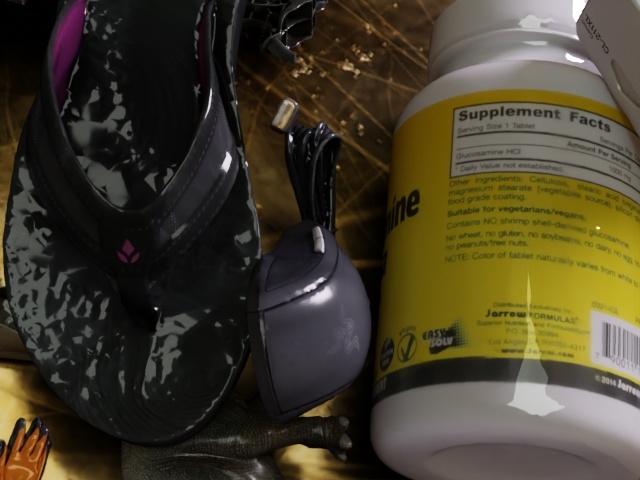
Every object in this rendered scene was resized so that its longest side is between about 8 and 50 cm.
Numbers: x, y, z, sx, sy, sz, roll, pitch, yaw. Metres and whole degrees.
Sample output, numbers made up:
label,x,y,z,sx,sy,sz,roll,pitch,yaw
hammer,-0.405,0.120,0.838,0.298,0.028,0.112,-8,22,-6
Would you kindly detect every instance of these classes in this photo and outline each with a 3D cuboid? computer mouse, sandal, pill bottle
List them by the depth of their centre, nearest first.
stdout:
label,x,y,z,sx,sy,sz,roll,pitch,yaw
computer mouse,0.000,0.000,0.812,0.060,0.262,0.184,-7,97,9
sandal,-0.121,-0.095,0.818,0.168,0.107,0.445,0,77,4
pill bottle,0.138,-0.002,0.900,0.188,0.188,0.334,10,65,-8

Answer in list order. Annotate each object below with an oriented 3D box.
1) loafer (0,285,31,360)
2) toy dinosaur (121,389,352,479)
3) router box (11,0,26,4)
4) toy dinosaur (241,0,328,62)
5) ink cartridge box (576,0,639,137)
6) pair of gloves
label,x,y,z,sx,sy,sz,roll,pitch,yaw
loafer,-0.170,0.059,0.882,0.148,0.050,0.056,1,67,-12
toy dinosaur,-0.063,0.153,0.829,0.160,0.121,0.313,-3,71,-20
router box,-0.293,-0.324,0.952,0.309,0.081,0.243,20,63,18
toy dinosaur,-0.110,-0.223,0.989,0.218,0.164,0.322,10,84,8
ink cartridge box,0.279,-0.138,0.845,0.175,0.072,0.127,-21,70,-17
pair of gloves,-0.225,0.143,0.857,0.083,0.010,0.074,20,65,-2
